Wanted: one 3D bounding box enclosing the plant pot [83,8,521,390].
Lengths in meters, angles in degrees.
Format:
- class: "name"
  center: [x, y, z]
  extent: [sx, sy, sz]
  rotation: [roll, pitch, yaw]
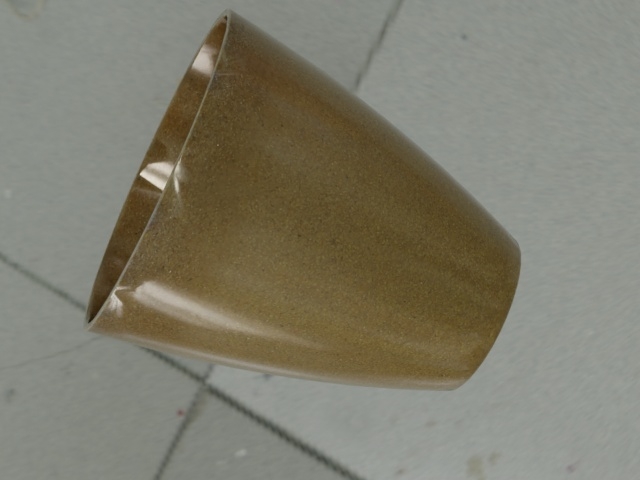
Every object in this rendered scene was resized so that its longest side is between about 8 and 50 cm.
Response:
- class: "plant pot"
  center: [0.000, 0.000, 1.150]
  extent: [0.254, 0.237, 0.237]
  rotation: [23, 100, -12]
